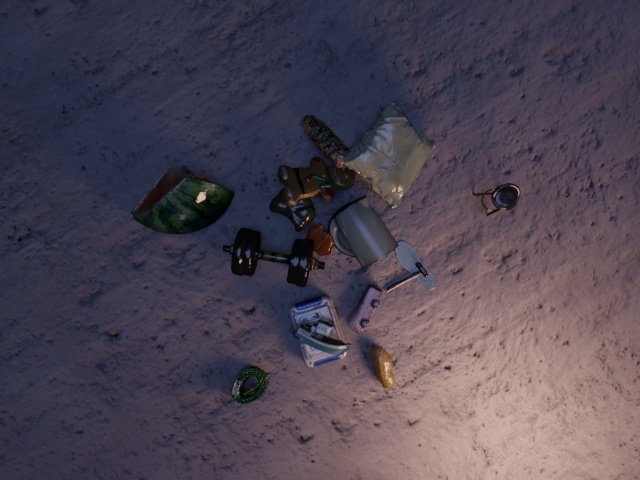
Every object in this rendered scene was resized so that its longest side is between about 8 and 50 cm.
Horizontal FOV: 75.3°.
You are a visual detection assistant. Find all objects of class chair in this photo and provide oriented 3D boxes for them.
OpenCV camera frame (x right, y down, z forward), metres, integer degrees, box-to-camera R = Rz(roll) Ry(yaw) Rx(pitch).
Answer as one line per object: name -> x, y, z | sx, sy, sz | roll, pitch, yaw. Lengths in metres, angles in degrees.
chair -> 0.642, -0.145, 1.507 | 0.104, 0.221, 0.095 | -4, 88, 2

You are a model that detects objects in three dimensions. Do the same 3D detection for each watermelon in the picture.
watermelon -> -0.542, -0.143, 1.544 | 0.319, 0.222, 0.292 | 31, 88, 0

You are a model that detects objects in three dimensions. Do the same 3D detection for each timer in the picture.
timer -> -0.010, 0.353, 1.612 | 0.178, 0.078, 0.253 | -18, 92, 3

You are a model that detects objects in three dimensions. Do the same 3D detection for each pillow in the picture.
pillow -> 0.260, -0.319, 1.526 | 0.283, 0.138, 0.310 | 35, 91, -23

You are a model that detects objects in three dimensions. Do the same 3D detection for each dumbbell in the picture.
dumbbell -> -0.175, 0.063, 1.556 | 0.389, 0.185, 0.185 | 10, 92, 2

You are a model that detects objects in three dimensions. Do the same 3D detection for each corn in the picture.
corn -> 0.022, -0.376, 1.568 | 0.086, 0.086, 0.253 | -41, 75, 2

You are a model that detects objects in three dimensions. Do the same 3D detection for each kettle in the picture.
kettle -> 0.140, -0.025, 1.567 | 0.221, 0.161, 0.236 | -33, 90, 33

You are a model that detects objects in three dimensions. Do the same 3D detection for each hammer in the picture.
hammer -> 0.332, 0.153, 1.624 | 0.178, 0.021, 0.065 | -30, 92, 7

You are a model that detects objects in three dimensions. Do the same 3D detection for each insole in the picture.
insole -> 0.373, 0.100, 1.629 | 0.080, 0.003, 0.232 | -40, 90, 2

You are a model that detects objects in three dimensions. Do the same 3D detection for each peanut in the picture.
peanut -> 0.246, 0.493, 1.612 | 0.080, 0.080, 0.174 | -17, 95, 2

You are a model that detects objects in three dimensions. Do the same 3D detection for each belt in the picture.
belt -> -0.277, 0.571, 1.631 | 0.121, 0.079, 0.151 | 41, 81, 10

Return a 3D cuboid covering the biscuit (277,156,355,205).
biscuit -> -0.010, -0.232, 1.557 | 0.302, 0.049, 0.196 | -10, 68, -17

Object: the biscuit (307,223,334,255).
biscuit -> 0.000, 0.000, 1.607 | 0.102, 0.019, 0.130 | -35, 88, 32

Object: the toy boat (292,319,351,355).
toy boat -> 0.010, 0.349, 1.528 | 0.215, 0.088, 0.102 | 23, 92, 3

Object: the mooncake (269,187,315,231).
mooncake -> -0.108, -0.119, 1.588 | 0.175, 0.104, 0.168 | 7, 98, 5

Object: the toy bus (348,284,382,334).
toy bus -> 0.175, 0.268, 1.613 | 0.077, 0.065, 0.192 | 29, 92, 11
